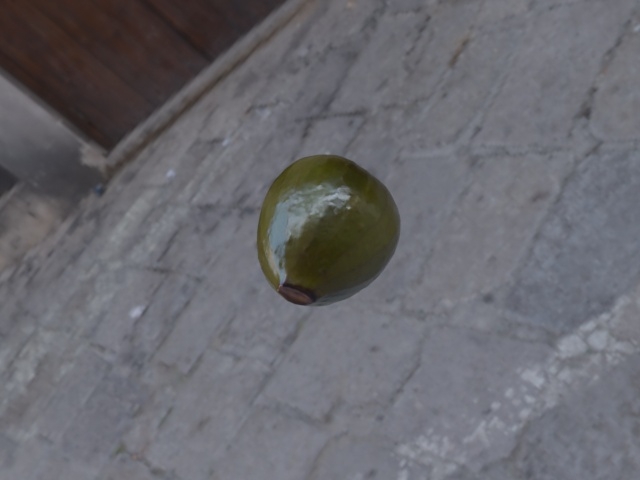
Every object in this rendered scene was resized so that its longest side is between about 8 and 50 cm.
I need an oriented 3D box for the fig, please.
[{"bbox_3d":[0.000,0.000,0.540,0.074,0.074,0.088,-25,26,42],"label":"fig"}]
